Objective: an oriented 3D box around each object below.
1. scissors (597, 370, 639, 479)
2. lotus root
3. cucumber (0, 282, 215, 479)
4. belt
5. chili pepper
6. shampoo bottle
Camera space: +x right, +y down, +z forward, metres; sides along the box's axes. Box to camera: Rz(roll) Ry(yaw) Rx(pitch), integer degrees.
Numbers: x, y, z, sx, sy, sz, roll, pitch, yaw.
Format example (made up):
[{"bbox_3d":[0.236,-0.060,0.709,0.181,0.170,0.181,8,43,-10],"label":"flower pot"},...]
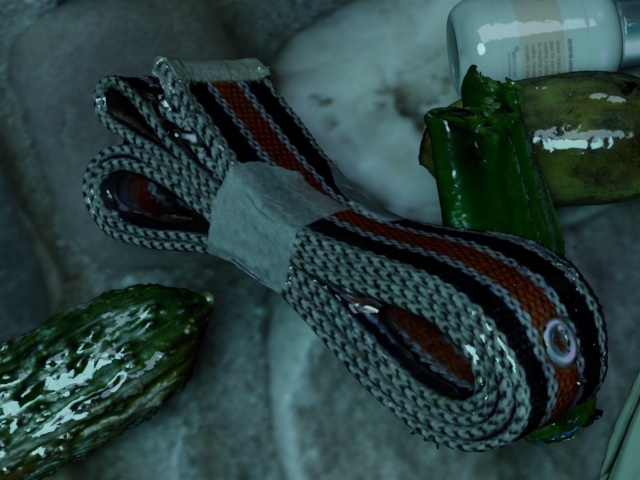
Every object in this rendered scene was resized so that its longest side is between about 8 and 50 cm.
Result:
[{"bbox_3d":[0.230,0.050,0.794,0.138,0.041,0.289,26,63,17],"label":"scissors"},{"bbox_3d":[0.152,-0.062,0.835,0.179,0.080,0.089,-3,55,14],"label":"lotus root"},{"bbox_3d":[-0.220,0.120,0.757,0.359,0.096,0.096,-25,63,-13],"label":"cucumber"},{"bbox_3d":[0.000,0.000,0.745,0.094,0.126,0.359,-8,34,-46],"label":"belt"},{"bbox_3d":[0.110,0.007,0.767,0.061,0.098,0.224,-18,90,36],"label":"chili pepper"},{"bbox_3d":[0.183,-0.138,0.878,0.192,0.074,0.074,-8,62,-1],"label":"shampoo bottle"}]
